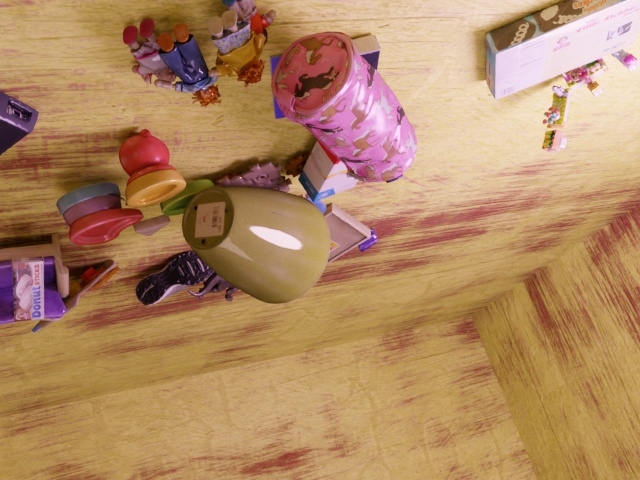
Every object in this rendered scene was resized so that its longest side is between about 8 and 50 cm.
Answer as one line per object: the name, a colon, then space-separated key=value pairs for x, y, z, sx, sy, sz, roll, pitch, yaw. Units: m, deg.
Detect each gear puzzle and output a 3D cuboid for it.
gear puzzle: x=-0.166 y=-0.144 z=1.498 sx=0.339 sy=0.044 sz=0.175 roll=-23 pitch=156 yaw=7

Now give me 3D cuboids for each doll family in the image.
doll family: x=-0.184 y=-0.294 z=1.005 sx=0.263 sy=0.118 sz=0.163 roll=-20 pitch=159 yaw=5

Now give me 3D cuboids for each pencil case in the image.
pencil case: x=0.057 y=-0.236 z=1.159 sx=0.160 sy=0.167 sz=0.386 roll=-2 pitch=164 yaw=25

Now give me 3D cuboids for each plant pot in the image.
plant pot: x=-0.164 y=-0.014 z=1.376 sx=0.275 sy=0.274 sz=0.294 roll=-26 pitch=156 yaw=20

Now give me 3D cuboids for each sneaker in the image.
sneaker: x=-0.424 y=0.103 z=1.840 sx=0.272 sy=0.100 sz=0.108 roll=-25 pitch=179 yaw=14

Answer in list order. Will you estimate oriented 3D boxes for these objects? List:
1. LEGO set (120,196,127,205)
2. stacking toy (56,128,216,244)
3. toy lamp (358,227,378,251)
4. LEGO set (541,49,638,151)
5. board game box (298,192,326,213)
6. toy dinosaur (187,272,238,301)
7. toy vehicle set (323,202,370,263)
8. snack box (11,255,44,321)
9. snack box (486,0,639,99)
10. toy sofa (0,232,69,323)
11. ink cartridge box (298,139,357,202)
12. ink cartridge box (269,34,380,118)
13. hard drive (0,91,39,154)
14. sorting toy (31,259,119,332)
LEGO set: x=-0.467 y=-0.093 z=1.415 sx=0.054 sy=0.023 sz=0.083 roll=-30 pitch=169 yaw=34
stacking toy: x=-0.393 y=-0.112 z=1.325 sx=0.309 sy=0.130 sz=0.279 roll=-26 pitch=172 yaw=22
toy lamp: x=0.054 y=0.025 z=2.018 sx=0.275 sy=0.080 sz=0.080 roll=-20 pitch=158 yaw=4
LEGO set: x=0.591 y=-0.354 z=1.440 sx=0.287 sy=0.132 sz=0.107 roll=-50 pitch=142 yaw=16
board game box: x=-0.069 y=-0.093 z=1.697 sx=0.169 sy=0.033 sz=0.133 roll=-12 pitch=159 yaw=11
toy dinosaur: x=-0.299 y=0.119 z=1.951 sx=0.160 sy=0.121 sz=0.314 roll=-42 pitch=149 yaw=26
toy vehicle set: x=0.000 y=0.000 z=1.879 sx=0.267 sy=0.035 sz=0.166 roll=-32 pitch=129 yaw=33
snack box: x=-0.671 y=0.113 z=1.406 sx=0.064 sy=0.022 sz=0.178 roll=-4 pitch=129 yaw=-29
snack box: x=0.515 y=-0.427 z=1.300 sx=0.322 sy=0.060 sz=0.187 roll=-21 pitch=159 yaw=8
toy sofa: x=-0.786 y=0.107 z=1.435 sx=0.363 sy=0.177 sz=0.150 roll=-7 pitch=155 yaw=-25
ink cartridge box: x=0.050 y=-0.197 z=1.433 sx=0.134 sy=0.078 sz=0.231 roll=-23 pitch=162 yaw=-29
ink cartridge box: x=0.008 y=-0.307 z=1.224 sx=0.209 sy=0.045 sz=0.206 roll=-14 pitch=158 yaw=-6
hard drive: x=-0.613 y=-0.201 z=0.987 sx=0.172 sy=0.054 sz=0.255 roll=-27 pitch=157 yaw=22
sorting toy: x=-0.662 y=0.132 z=1.651 sx=0.348 sy=0.047 sz=0.196 roll=-30 pitch=-161 yaw=28
